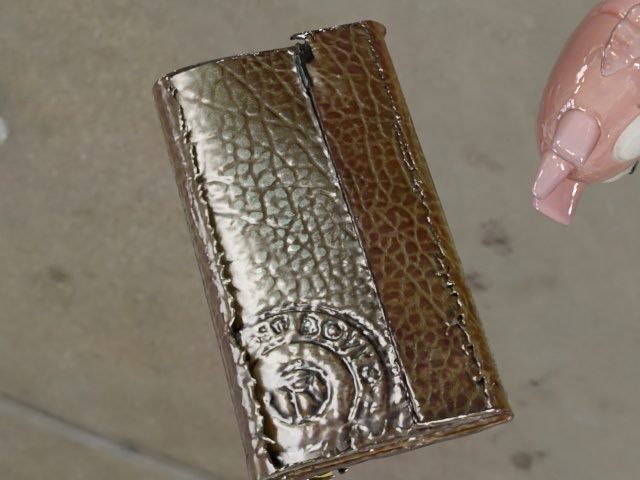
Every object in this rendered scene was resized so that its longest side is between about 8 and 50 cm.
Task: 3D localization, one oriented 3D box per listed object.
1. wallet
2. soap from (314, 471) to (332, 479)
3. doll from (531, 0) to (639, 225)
[{"bbox_3d":[0.000,0.000,0.900,0.133,0.243,0.039,-15,151,-1],"label":"wallet"},{"bbox_3d":[-0.028,0.204,1.214,0.033,0.168,0.089,35,126,-23],"label":"soap"},{"bbox_3d":[0.208,-0.111,1.222,0.093,0.211,0.262,35,172,9],"label":"doll"}]
